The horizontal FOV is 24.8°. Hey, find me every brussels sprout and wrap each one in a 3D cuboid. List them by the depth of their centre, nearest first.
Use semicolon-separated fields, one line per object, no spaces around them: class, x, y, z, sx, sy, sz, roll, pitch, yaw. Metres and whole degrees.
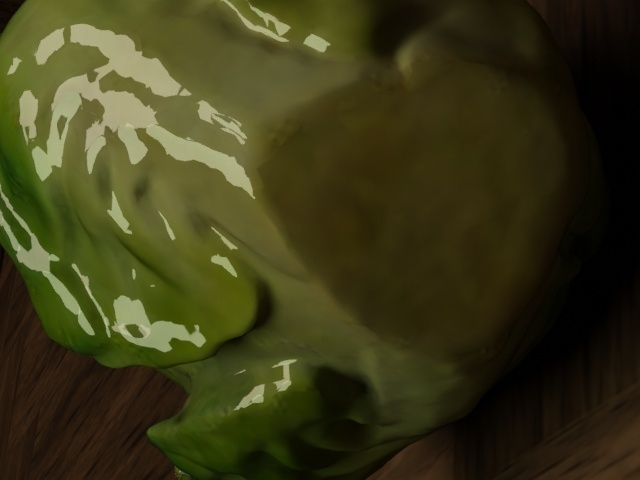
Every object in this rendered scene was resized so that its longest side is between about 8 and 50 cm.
brussels sprout;-0.020;-0.023;0.621;0.227;0.259;0.294;-47;19;-15

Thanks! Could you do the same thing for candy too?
candy;-0.086;0.146;1.089;0.023;0.025;0.083;35;107;25
